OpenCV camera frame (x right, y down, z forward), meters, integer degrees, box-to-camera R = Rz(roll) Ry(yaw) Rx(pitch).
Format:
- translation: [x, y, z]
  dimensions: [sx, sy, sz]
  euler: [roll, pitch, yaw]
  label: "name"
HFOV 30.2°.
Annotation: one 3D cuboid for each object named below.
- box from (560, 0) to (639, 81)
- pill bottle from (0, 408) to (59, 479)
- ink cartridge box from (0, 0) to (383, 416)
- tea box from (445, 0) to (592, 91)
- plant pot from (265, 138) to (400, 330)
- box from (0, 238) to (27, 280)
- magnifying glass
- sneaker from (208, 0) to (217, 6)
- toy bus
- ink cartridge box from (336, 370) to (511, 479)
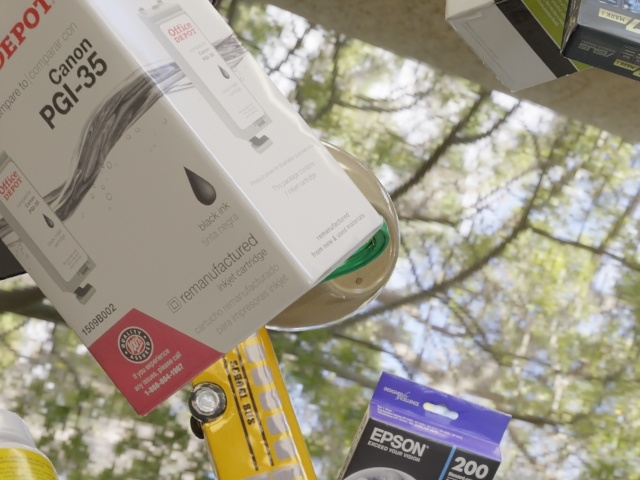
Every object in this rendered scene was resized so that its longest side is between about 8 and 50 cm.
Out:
- translation: [0.394, -0.250, 1.315]
  dimensions: [0.059, 0.233, 0.183]
  euler: [108, -1, -55]
  label: "box"
- translation: [-0.264, 0.244, 0.980]
  dimensions: [0.119, 0.119, 0.208]
  euler: [-61, -140, 24]
  label: "pill bottle"
- translation: [-0.129, -0.050, 0.838]
  dimensions: [0.207, 0.283, 0.117]
  euler: [-39, 180, 36]
  label: "ink cartridge box"
- translation: [0.374, -0.446, 1.751]
  dimensions: [0.324, 0.220, 0.329]
  euler: [-16, -123, 30]
  label: "tea box"
- translation: [0.000, 0.000, 1.632]
  dimensions: [0.191, 0.284, 0.284]
  euler: [14, -93, 58]
  label: "plant pot"
- translation: [-0.507, -0.027, 1.530]
  dimensions: [0.295, 0.293, 0.073]
  euler: [95, -23, -59]
  label: "box"
- translation: [-0.036, 0.034, 1.091]
  dimensions: [0.231, 0.092, 0.026]
  euler: [-33, -120, 28]
  label: "magnifying glass"
- translation: [-0.188, -0.404, 1.785]
  dimensions: [0.299, 0.112, 0.120]
  euler: [-41, -152, 40]
  label: "sneaker"
- translation: [-0.089, 0.271, 1.535]
  dimensions: [0.108, 0.130, 0.332]
  euler: [100, -28, -65]
  label: "toy bus"
- translation: [0.142, 0.311, 1.662]
  dimensions: [0.045, 0.206, 0.208]
  euler: [-113, -137, -75]
  label: "ink cartridge box"
